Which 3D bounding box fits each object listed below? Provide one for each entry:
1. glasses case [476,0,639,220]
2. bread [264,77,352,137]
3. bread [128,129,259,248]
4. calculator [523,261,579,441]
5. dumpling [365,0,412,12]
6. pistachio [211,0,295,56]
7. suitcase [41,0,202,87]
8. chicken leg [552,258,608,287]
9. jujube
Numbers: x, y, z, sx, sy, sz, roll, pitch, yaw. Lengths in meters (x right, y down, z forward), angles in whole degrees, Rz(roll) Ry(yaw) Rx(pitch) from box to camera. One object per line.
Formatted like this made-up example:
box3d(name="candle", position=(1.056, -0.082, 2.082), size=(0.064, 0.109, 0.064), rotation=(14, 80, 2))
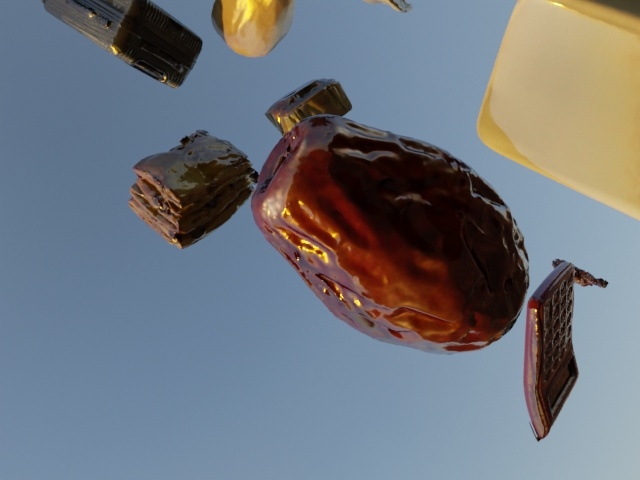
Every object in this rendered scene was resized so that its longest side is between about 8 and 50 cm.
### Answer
box3d(name="glasses case", position=(0.259, -0.058, 0.310), size=(0.070, 0.313, 0.131), rotation=(-47, -23, -27))
box3d(name="bread", position=(-0.038, -0.375, 1.448), size=(0.210, 0.192, 0.110), rotation=(-35, -61, -14))
box3d(name="bread", position=(-0.359, -0.165, 1.433), size=(0.324, 0.277, 0.167), rotation=(-45, -24, -23))
box3d(name="calculator", position=(0.276, 0.128, 0.617), size=(0.127, 0.034, 0.190), rotation=(-27, -66, -42))
box3d(name="dumpling", position=(0.116, -0.515, 0.983), size=(0.131, 0.252, 0.179), rotation=(-26, -79, 16))
box3d(name="pistachio", position=(-0.124, -0.464, 1.004), size=(0.157, 0.229, 0.157), rotation=(10, -114, -24))
box3d(name="suitcase", position=(-0.399, -0.439, 1.031), size=(0.128, 0.312, 0.202), rotation=(-58, -26, 8))
box3d(name="chicken leg", position=(0.369, 0.050, 0.732), size=(0.021, 0.083, 0.036), rotation=(-48, -44, -9))
box3d(name="jujube", position=(0.073, 0.001, 0.505), size=(0.290, 0.197, 0.197), rotation=(31, -89, -21))
